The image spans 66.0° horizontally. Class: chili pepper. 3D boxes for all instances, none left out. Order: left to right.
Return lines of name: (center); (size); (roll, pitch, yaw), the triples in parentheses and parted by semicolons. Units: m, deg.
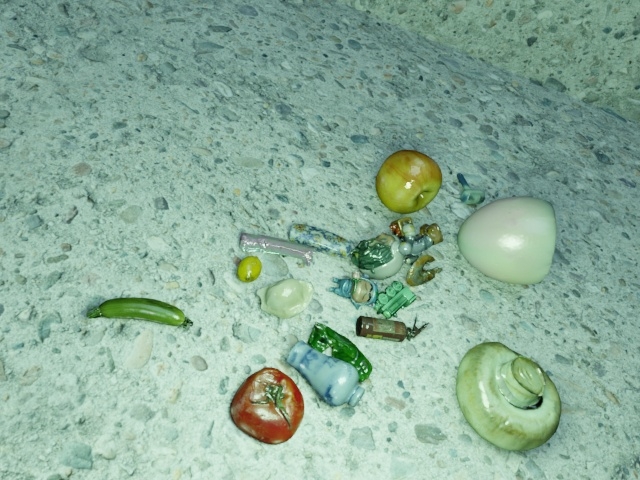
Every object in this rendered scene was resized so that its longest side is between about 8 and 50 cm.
chili pepper: (0.068, 0.367, 1.638); (0.253, 0.083, 0.099); (36, 60, 15)

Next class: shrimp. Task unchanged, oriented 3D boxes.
shrimp: (0.407, 0.117, 1.915); (0.188, 0.132, 0.052); (-9, 38, -40)

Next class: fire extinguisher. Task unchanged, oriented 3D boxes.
fire extinguisher: (0.257, 0.305, 1.729); (0.252, 0.106, 0.075); (10, 31, -10)

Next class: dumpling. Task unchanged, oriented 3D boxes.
dumpling: (-0.119, 0.199, 1.689); (0.199, 0.118, 0.136); (-4, 83, 4)

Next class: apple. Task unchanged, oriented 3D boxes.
apple: (0.371, -0.252, 2.103); (0.286, 0.286, 0.233); (-19, 55, -30)

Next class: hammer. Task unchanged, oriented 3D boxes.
hammer: (0.697, -0.250, 2.341); (0.116, 0.069, 0.193); (-2, 50, -19)

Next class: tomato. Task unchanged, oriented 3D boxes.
tomato: (-0.150, 0.478, 1.465); (0.228, 0.101, 0.227); (11, 48, -12)

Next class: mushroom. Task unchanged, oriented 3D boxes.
mushroom: (0.610, 0.494, 1.601); (0.352, 0.260, 0.352); (13, 48, -15)

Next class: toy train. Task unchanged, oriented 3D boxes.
toy train: (0.268, 0.222, 1.825); (0.170, 0.071, 0.111); (-35, 77, -36)

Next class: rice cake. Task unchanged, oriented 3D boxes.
rice cake: (-0.161, 0.029, 1.841); (0.290, 0.051, 0.081); (14, 50, -8)

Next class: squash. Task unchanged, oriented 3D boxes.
squash: (-0.558, 0.220, 1.545); (0.319, 0.071, 0.080); (8, 52, -12)

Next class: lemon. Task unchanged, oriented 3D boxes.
lemon: (-0.249, 0.098, 1.738); (0.082, 0.082, 0.110); (23, 49, 0)

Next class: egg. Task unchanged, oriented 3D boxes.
egg: (0.730, -0.008, 1.993); (0.340, 0.354, 0.354); (6, 49, 9)

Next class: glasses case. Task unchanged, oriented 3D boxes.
glasses case: (0.000, 0.000, 1.907); (0.248, 0.065, 0.086); (17, 48, -4)

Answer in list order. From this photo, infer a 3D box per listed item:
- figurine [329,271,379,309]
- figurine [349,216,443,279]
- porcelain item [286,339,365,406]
figurine: (0.117, 0.174, 1.764); (0.178, 0.144, 0.114); (11, 69, 24)
figurine: (0.286, 0.025, 1.883); (0.382, 0.261, 0.186); (-25, 86, -22)
porcelain item: (0.018, 0.419, 1.546); (0.259, 0.141, 0.141); (33, 50, 19)
